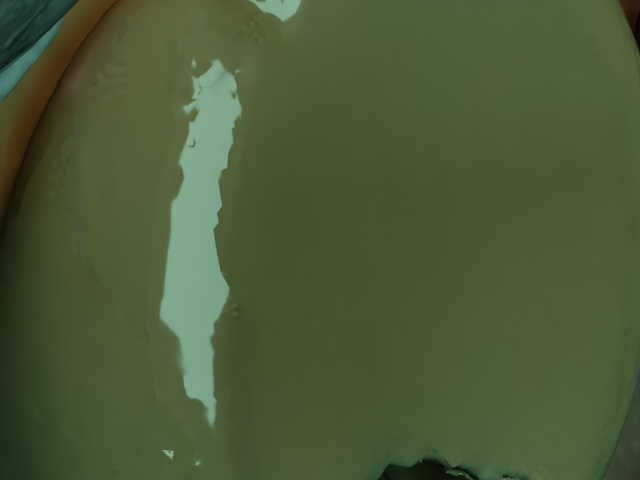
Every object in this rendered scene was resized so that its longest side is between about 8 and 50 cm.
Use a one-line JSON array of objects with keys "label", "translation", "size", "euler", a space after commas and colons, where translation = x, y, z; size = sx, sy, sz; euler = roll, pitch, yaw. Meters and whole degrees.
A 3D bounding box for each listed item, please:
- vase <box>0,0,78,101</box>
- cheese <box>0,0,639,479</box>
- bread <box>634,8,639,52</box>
[{"label": "vase", "translation": [-0.226, -0.057, 0.257], "size": [0.445, 0.250, 0.250], "euler": [-32, 113, -38]}, {"label": "cheese", "translation": [0.000, 0.000, 0.561], "size": [0.266, 0.127, 0.233], "euler": [3, 89, -45]}, {"label": "bread", "translation": [0.254, -0.154, 0.811], "size": [0.344, 0.149, 0.195], "euler": [-63, 152, -26]}]
